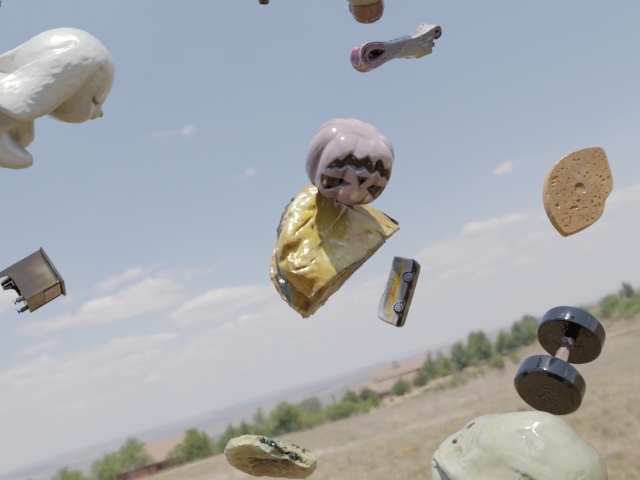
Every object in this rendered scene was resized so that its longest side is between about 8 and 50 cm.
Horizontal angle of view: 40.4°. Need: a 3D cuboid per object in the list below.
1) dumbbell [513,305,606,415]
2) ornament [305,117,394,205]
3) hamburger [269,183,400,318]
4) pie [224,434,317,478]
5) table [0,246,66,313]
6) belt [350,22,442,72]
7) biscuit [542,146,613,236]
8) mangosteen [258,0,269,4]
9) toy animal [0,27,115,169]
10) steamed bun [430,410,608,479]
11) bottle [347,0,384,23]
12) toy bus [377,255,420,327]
[{"bbox_3d":[0.543,0.269,1.968,0.152,0.152,0.218,-28,20,50],"label":"dumbbell"},{"bbox_3d":[0.055,-0.149,1.708,0.177,0.178,0.177,-16,-10,-3],"label":"ornament"},{"bbox_3d":[-0.001,-0.003,1.796,0.330,0.209,0.162,-38,-10,-39],"label":"hamburger"},{"bbox_3d":[-0.120,0.497,1.978,0.218,0.052,0.185,24,-35,-29],"label":"pie"},{"bbox_3d":[-0.471,0.071,1.417,0.082,0.070,0.083,-33,-9,-22],"label":"table"},{"bbox_3d":[0.167,-0.418,1.895,0.232,0.071,0.053,-24,13,-28],"label":"belt"},{"bbox_3d":[0.554,-0.110,1.880,0.141,0.221,0.029,22,-14,3],"label":"biscuit"},{"bbox_3d":[-0.136,-0.632,1.957,0.199,0.200,0.200,-16,-10,-3],"label":"mangosteen"},{"bbox_3d":[-0.494,-0.276,1.538,0.265,0.206,0.272,-28,31,-8],"label":"toy animal"},{"bbox_3d":[0.328,0.456,1.457,0.324,0.310,0.219,-16,23,47],"label":"steamed bun"},{"bbox_3d":[0.105,-0.648,2.161,0.110,0.110,0.233,-17,-42,0],"label":"bottle"},{"bbox_3d":[0.192,0.125,2.144,0.072,0.172,0.057,15,-4,18],"label":"toy bus"}]
